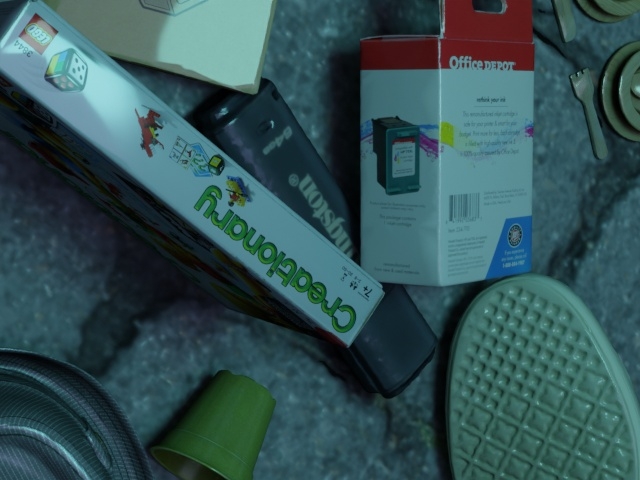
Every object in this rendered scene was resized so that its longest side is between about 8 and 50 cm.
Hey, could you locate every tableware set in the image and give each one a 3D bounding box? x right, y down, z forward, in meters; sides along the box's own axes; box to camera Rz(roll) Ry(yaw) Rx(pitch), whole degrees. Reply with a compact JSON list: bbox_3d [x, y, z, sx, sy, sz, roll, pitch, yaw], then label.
[{"bbox_3d":[0.267,-0.176,1.296,0.128,0.039,0.194,-26,107,-23],"label":"tableware set"}]

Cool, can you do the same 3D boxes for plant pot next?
[{"bbox_3d":[-0.073,0.142,1.141,0.083,0.083,0.079,38,66,-26],"label":"plant pot"}]

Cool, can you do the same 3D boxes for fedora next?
[{"bbox_3d":[-0.210,0.209,1.044,0.243,0.124,0.275,-24,106,-23],"label":"fedora"}]

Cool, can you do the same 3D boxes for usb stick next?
[{"bbox_3d":[0.000,0.000,1.174,0.077,0.045,0.278,-42,112,-22],"label":"usb stick"}]

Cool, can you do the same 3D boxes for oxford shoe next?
[{"bbox_3d":[0.224,0.236,1.282,0.449,0.169,0.130,69,25,-8],"label":"oxford shoe"}]

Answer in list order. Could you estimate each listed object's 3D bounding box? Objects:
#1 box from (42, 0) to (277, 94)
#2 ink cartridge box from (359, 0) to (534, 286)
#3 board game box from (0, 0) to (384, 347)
[{"bbox_3d":[-0.101,-0.220,1.088,0.164,0.021,0.201,13,88,-15],"label":"box"},{"bbox_3d":[0.098,-0.086,1.172,0.134,0.078,0.231,-6,98,-51],"label":"ink cartridge box"},{"bbox_3d":[-0.118,-0.044,1.024,0.305,0.193,0.053,40,77,-25],"label":"board game box"}]
